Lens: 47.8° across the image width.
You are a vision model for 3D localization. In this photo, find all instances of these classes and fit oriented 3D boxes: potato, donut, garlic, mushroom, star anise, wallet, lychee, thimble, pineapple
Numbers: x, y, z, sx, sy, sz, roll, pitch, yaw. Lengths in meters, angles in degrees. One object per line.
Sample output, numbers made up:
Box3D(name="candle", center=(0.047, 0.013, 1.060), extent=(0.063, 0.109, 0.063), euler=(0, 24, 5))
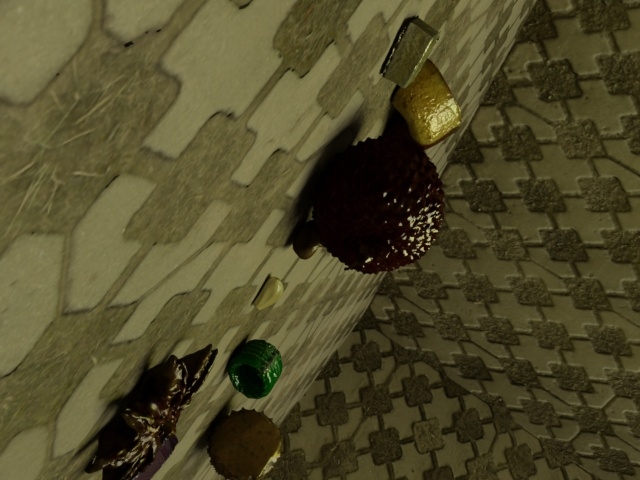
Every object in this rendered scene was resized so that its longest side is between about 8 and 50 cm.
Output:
Box3D(name="potato", center=(0.167, -0.348, 1.346), extent=(0.122, 0.061, 0.086), euler=(-63, 171, 32))
Box3D(name="donut", center=(0.226, -0.267, 1.642), extent=(0.112, 0.151, 0.295), euler=(-44, 167, -15))
Box3D(name="garlic", center=(-0.107, 0.112, 1.515), extent=(0.083, 0.041, 0.053), euler=(-51, 166, 10))
Box3D(name="mushroom", center=(-0.007, -0.008, 1.505), extent=(0.129, 0.073, 0.088), euler=(-23, 159, -42))
Box3D(name="star anise", center=(-0.265, 0.282, 1.161), extent=(0.288, 0.088, 0.288), euler=(-56, 172, -13))
Box3D(name="wallet", center=(-0.348, 0.459, 1.452), extent=(0.166, 0.030, 0.111), euler=(-52, 169, -25))
Box3D(name="lychee", center=(0.111, -0.060, 1.394), extent=(0.264, 0.264, 0.300), euler=(106, 2, -58))
Box3D(name="thimble", center=(-0.147, 0.293, 1.657), extent=(0.130, 0.118, 0.090), euler=(-42, -173, 43))
Box3D(name="pineapple", center=(-0.219, 0.580, 2.005), extent=(0.202, 0.202, 0.362), euler=(-53, 176, -23))
